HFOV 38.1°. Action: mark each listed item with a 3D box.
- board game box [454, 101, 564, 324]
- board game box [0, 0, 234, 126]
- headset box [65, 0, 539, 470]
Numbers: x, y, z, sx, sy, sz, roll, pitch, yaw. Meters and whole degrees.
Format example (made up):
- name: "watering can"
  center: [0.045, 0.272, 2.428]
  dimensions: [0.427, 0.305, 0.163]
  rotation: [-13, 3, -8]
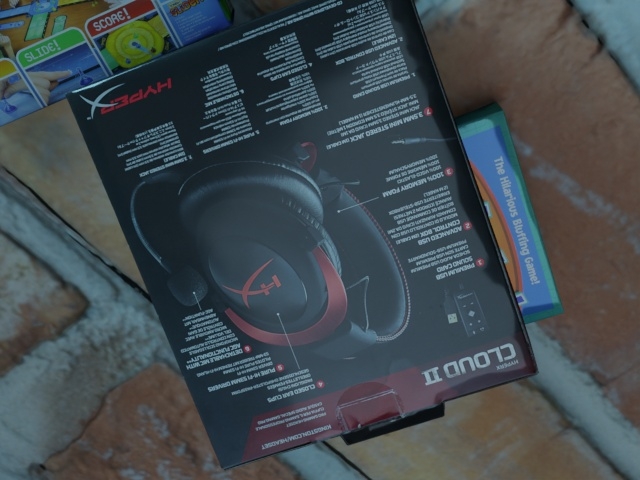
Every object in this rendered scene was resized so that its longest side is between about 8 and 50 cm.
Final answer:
- name: "board game box"
  center: [0.056, 0.007, 0.693]
  dimensions: [0.210, 0.047, 0.160]
  rotation: [-19, 103, 8]
- name: "board game box"
  center: [-0.176, -0.167, 0.610]
  dimensions: [0.201, 0.035, 0.136]
  rotation: [-20, 120, 10]
- name: "headset box"
  center: [0.000, 0.000, 0.611]
  dimensions: [0.218, 0.110, 0.293]
  rotation: [-20, 100, 9]
